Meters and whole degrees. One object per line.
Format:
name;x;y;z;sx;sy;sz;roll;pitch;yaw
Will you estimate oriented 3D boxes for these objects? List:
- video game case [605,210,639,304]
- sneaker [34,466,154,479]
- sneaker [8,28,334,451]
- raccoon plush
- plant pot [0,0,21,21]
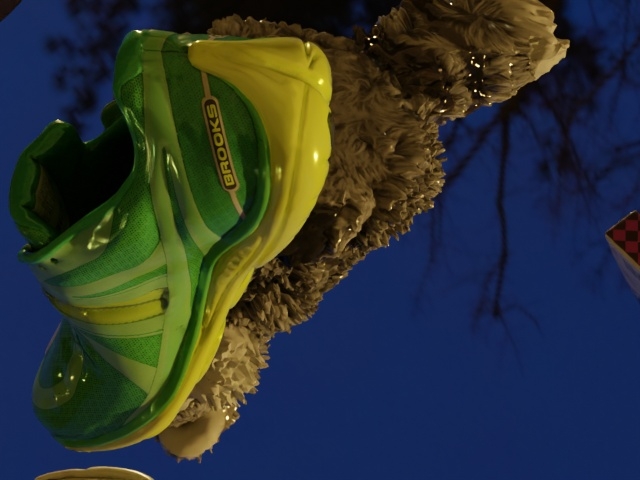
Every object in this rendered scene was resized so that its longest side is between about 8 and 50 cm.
video game case;0.350;0.104;1.512;0.042;0.210;0.232;-38;-136;-1
sneaker;-0.160;0.209;1.118;0.292;0.169;0.108;-18;-135;38
sneaker;-0.091;-0.005;0.844;0.123;0.295;0.109;17;-132;-14
raccoon plush;0.000;0.000;1.372;0.446;0.299;0.216;-11;-129;-31
plant pot;-0.227;-0.194;0.756;0.229;0.263;0.263;21;-112;7
